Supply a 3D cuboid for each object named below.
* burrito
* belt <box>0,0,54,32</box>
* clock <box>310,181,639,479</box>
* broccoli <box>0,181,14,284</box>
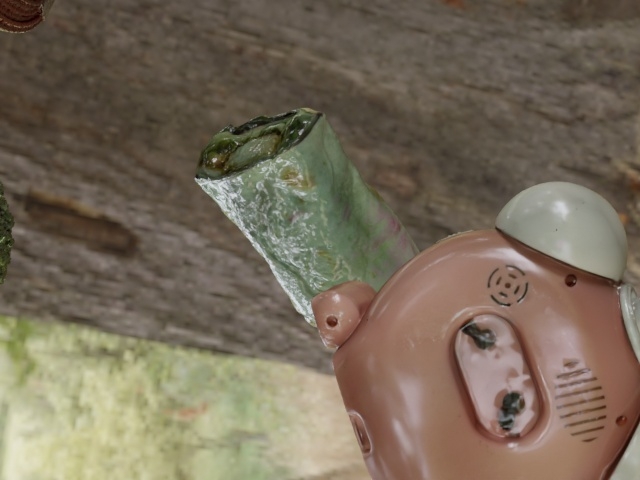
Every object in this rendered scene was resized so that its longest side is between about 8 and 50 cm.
[{"bbox_3d":[0.000,0.000,1.177,0.144,0.229,0.089,-13,36,41],"label":"burrito"},{"bbox_3d":[-0.328,-0.278,1.413,0.201,0.124,0.128,28,-98,-78],"label":"belt"},{"bbox_3d":[0.092,0.066,0.704,0.093,0.162,0.166,-11,-99,-81],"label":"clock"},{"bbox_3d":[-0.494,0.018,1.518,0.252,0.221,0.361,17,60,38],"label":"broccoli"}]
